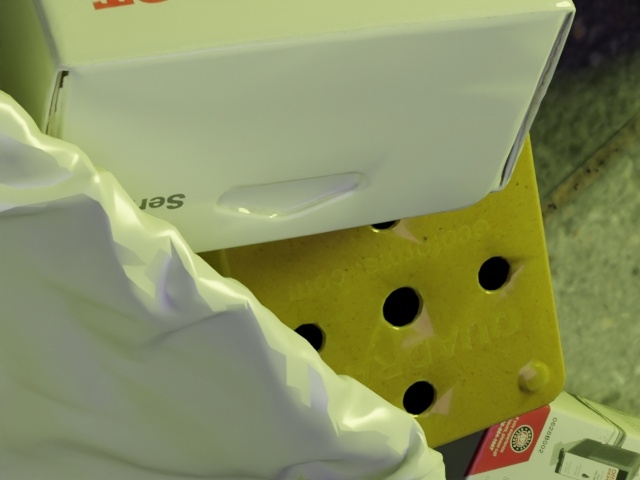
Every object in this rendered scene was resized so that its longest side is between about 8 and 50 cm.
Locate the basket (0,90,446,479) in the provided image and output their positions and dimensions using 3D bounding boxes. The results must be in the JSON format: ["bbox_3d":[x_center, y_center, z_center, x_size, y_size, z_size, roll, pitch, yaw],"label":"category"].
[{"bbox_3d":[-0.178,0.149,0.617,0.331,0.266,0.328,42,53,-31],"label":"basket"}]

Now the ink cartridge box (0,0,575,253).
[{"bbox_3d":[-0.049,-0.139,0.735,0.198,0.272,0.114,-10,145,-21],"label":"ink cartridge box"}]

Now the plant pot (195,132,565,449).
[{"bbox_3d":[0.000,0.000,0.858,0.212,0.187,0.212,-19,113,-17],"label":"plant pot"}]

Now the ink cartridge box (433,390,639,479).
[{"bbox_3d":[0.125,0.135,1.031,0.135,0.056,0.099,20,98,-27],"label":"ink cartridge box"}]
